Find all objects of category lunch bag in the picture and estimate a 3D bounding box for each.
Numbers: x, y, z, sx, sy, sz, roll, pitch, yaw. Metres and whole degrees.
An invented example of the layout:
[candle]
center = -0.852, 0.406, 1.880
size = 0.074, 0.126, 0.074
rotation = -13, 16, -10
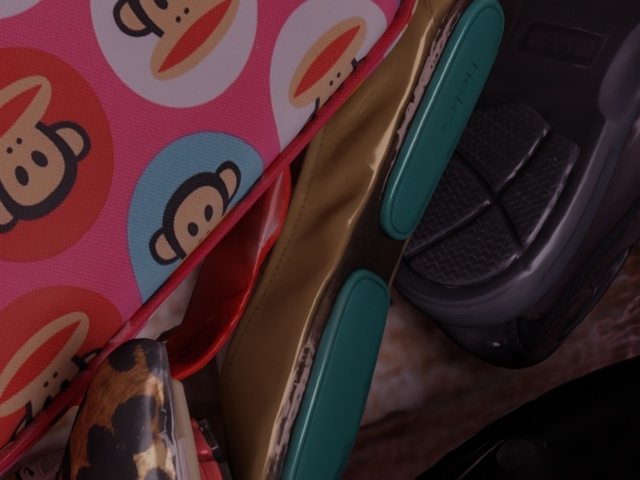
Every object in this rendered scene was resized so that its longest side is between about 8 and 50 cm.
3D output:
[lunch bag]
center = -0.100, -0.065, 0.596
size = 0.293, 0.120, 0.258
rotation = -46, 121, -25

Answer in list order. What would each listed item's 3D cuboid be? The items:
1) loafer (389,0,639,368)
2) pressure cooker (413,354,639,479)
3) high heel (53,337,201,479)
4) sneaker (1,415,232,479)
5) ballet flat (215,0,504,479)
[loafer]
center = 0.132, -0.082, 0.801
size = 0.302, 0.109, 0.095
rotation = -56, 143, -11
[pressure cooker]
center = 0.189, 0.291, 0.695
size = 0.375, 0.370, 0.420
rotation = -47, 133, -30
[high heel]
center = -0.133, 0.146, 0.570
size = 0.186, 0.093, 0.261
rotation = 4, 112, -14
[sneaker]
center = -0.074, 0.173, 0.683
size = 0.092, 0.088, 0.225
rotation = -5, 105, -10
[ballet flat]
center = 0.000, 0.000, 0.717
size = 0.232, 0.073, 0.080
rotation = -68, 158, -11
